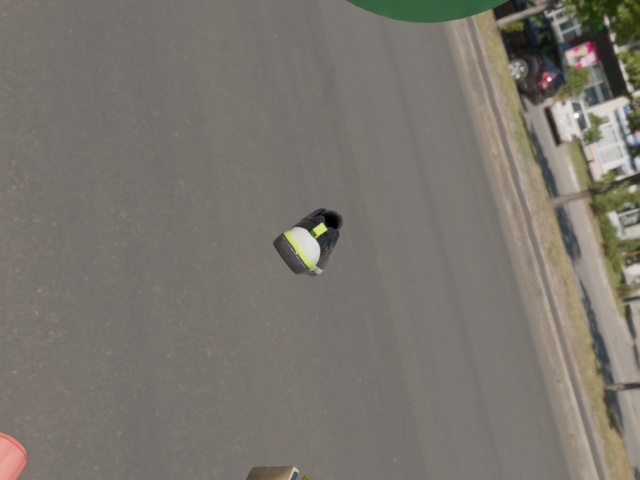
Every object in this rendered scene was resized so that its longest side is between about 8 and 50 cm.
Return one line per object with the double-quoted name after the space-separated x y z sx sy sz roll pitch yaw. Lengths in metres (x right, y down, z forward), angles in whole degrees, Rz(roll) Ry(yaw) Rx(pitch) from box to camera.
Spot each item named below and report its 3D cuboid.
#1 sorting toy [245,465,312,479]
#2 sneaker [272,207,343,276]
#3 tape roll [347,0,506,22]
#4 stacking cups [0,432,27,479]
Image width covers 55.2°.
-0.081 0.415 0.928 0.046 0.274 0.132 40 53 -17 "sorting toy"
0.000 0.000 0.928 0.084 0.097 0.234 52 6 0 "sneaker"
0.038 -0.281 0.320 0.077 0.321 0.321 -40 115 -21 "tape roll"
-0.387 0.324 0.565 0.096 0.096 0.316 61 25 -21 "stacking cups"
